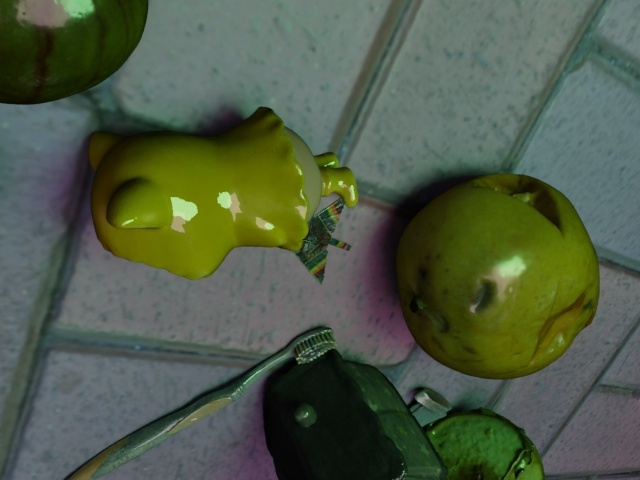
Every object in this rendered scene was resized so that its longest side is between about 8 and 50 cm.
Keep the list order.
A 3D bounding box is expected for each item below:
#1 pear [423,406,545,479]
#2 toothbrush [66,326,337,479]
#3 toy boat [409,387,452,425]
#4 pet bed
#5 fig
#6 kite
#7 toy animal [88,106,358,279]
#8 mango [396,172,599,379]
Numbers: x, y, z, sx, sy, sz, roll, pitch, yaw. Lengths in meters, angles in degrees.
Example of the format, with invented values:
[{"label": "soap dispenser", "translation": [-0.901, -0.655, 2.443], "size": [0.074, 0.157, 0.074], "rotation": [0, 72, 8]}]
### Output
[{"label": "pear", "translation": [0.272, 0.415, 0.941], "size": [0.238, 0.164, 0.255], "rotation": [-53, 132, -3]}, {"label": "toothbrush", "translation": [-0.146, 0.208, 0.687], "size": [0.376, 0.037, 0.028], "rotation": [-28, 124, -6]}, {"label": "toy boat", "translation": [0.146, 0.290, 0.885], "size": [0.122, 0.034, 0.096], "rotation": [-45, 128, 15]}, {"label": "pet bed", "translation": [0.025, 0.264, 0.685], "size": [0.159, 0.210, 0.183], "rotation": [20, 115, -38]}, {"label": "fig", "translation": [-0.229, -0.139, 0.410], "size": [0.152, 0.151, 0.259], "rotation": [13, 145, -32]}, {"label": "kite", "translation": [0.000, 0.000, 0.652], "size": [0.090, 0.004, 0.122], "rotation": [8, 114, -29]}, {"label": "toy animal", "translation": [-0.083, -0.047, 0.495], "size": [0.230, 0.156, 0.155], "rotation": [-9, 121, -24]}, {"label": "mango", "translation": [0.241, 0.057, 0.711], "size": [0.365, 0.182, 0.252], "rotation": [24, 102, -46]}]
